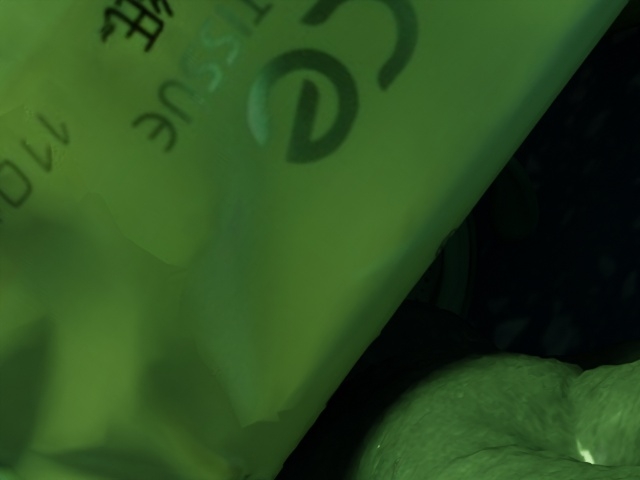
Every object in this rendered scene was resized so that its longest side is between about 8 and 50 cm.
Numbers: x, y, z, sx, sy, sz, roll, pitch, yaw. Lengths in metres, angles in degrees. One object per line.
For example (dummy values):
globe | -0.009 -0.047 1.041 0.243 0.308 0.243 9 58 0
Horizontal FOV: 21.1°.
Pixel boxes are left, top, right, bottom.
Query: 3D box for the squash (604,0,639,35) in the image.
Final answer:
squash | 0.147 -0.164 0.732 0.247 0.132 0.132 -32 37 40

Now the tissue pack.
tissue pack | -0.037 -0.135 0.609 0.405 0.205 0.332 -53 24 0

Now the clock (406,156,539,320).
clock | 0.000 0.000 0.778 0.188 0.148 0.060 -37 13 18

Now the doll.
doll | 0.050 0.108 0.570 0.246 0.158 0.340 -31 17 -31
